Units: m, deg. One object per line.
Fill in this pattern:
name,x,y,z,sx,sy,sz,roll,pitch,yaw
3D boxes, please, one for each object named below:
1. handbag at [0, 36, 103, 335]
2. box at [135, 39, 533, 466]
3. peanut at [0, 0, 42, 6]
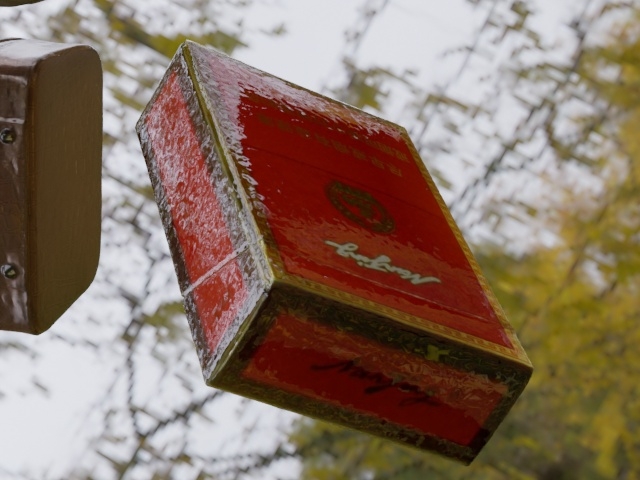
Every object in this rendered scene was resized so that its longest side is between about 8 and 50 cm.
handbag,-0.201,-0.044,1.209,0.151,0.072,0.193,-51,-36,-67
box,-0.001,0.001,0.908,0.074,0.153,0.240,-55,30,21
peanut,-0.232,-0.225,1.041,0.159,0.291,0.143,-42,-44,-38
